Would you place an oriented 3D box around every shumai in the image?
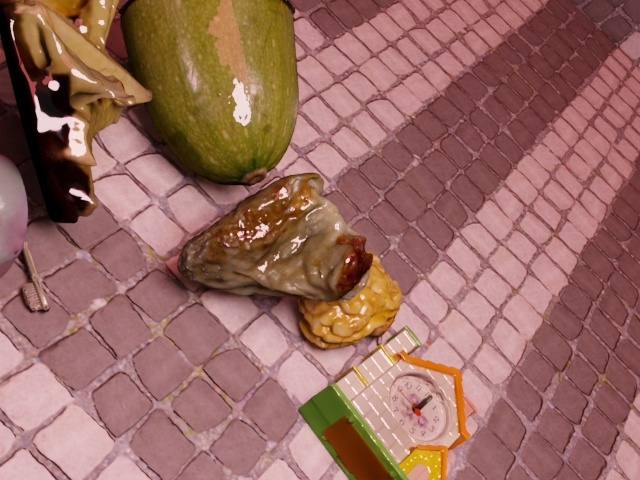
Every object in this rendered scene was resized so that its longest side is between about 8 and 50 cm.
[{"bbox_3d":[-0.069,0.037,1.194,0.203,0.272,0.222,61,29,4],"label":"shumai"}]

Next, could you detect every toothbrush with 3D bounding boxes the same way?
[{"bbox_3d":[-0.448,-0.024,1.135,0.028,0.026,0.294,-17,69,-24],"label":"toothbrush"}]

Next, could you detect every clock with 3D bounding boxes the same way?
[{"bbox_3d":[0.133,0.274,1.252,0.255,0.106,0.219,-30,79,-43],"label":"clock"}]

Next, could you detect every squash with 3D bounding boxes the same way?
[{"bbox_3d":[-0.181,-0.234,1.328,0.311,0.310,0.308,3,75,-32],"label":"squash"}]

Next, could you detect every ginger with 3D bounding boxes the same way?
[{"bbox_3d":[-0.338,-0.258,1.132,0.211,0.358,0.413,-15,72,-18],"label":"ginger"}]

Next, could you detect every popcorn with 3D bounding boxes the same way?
[{"bbox_3d":[0.051,0.091,1.311,0.194,0.140,0.163,-4,67,-38],"label":"popcorn"}]

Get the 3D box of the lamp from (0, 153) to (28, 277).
[{"bbox_3d":[-0.520,-0.048,0.962,0.301,0.247,0.247,-1,62,-43],"label":"lamp"}]
